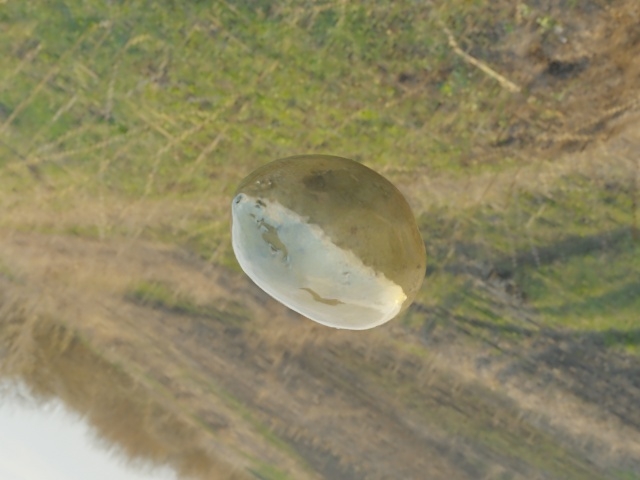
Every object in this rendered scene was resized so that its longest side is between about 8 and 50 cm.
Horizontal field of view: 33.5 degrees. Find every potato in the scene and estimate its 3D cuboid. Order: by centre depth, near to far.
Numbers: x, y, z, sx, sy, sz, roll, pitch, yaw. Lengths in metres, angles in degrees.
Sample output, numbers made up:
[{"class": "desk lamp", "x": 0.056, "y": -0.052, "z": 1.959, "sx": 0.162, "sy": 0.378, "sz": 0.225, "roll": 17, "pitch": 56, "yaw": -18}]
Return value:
[{"class": "potato", "x": 0.002, "y": 0.002, "z": 0.717, "sx": 0.147, "sy": 0.112, "sz": 0.112, "roll": 36, "pitch": 167, "yaw": -16}]
